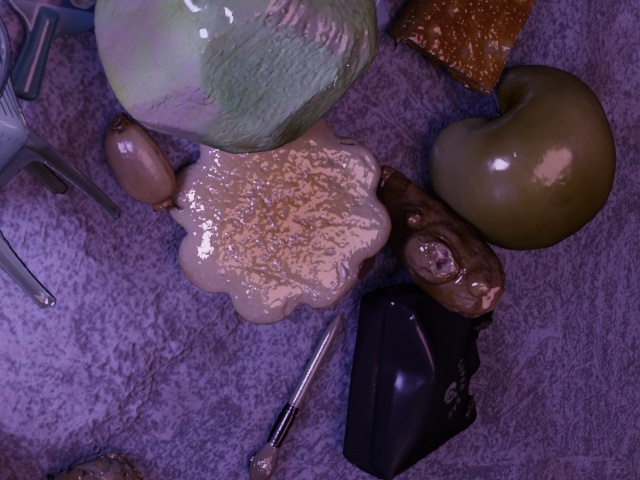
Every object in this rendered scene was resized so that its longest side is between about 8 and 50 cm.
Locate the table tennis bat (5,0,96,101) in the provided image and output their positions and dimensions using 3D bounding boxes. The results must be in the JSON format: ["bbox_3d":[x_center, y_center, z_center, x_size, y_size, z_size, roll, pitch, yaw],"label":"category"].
[{"bbox_3d":[-0.315,-0.278,1.062,0.149,0.038,0.237,17,94,-38],"label":"table tennis bat"}]

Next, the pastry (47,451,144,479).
[{"bbox_3d":[-0.315,0.371,1.277,0.153,0.081,0.153,-12,111,-34],"label":"pastry"}]

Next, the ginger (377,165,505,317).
[{"bbox_3d":[0.171,0.007,1.408,0.270,0.219,0.123,41,100,3],"label":"ginger"}]

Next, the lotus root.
[{"bbox_3d":[-0.229,-0.092,1.167,0.073,0.062,0.150,-18,118,16],"label":"lotus root"}]

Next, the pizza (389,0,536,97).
[{"bbox_3d":[0.229,-0.318,1.401,0.292,0.058,0.197,-27,110,-24],"label":"pizza"}]

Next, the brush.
[{"bbox_3d":[-0.040,0.250,1.455,0.039,0.042,0.299,28,87,-52],"label":"brush"}]

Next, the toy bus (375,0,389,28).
[{"bbox_3d":[-0.010,-0.401,1.160,0.109,0.136,0.330,-33,122,-17],"label":"toy bus"}]

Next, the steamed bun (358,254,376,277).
[{"bbox_3d":[0.000,0.000,1.337,0.175,0.106,0.145,-20,115,-23],"label":"steamed bun"}]

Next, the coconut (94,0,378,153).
[{"bbox_3d":[-0.104,-0.238,1.070,0.328,0.328,0.281,-17,82,-29],"label":"coconut"}]

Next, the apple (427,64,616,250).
[{"bbox_3d":[0.340,-0.121,1.446,0.295,0.233,0.258,-42,120,-14],"label":"apple"}]

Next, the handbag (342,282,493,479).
[{"bbox_3d":[0.186,0.228,1.539,0.288,0.152,0.343,-11,114,-44],"label":"handbag"}]

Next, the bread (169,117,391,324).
[{"bbox_3d":[-0.054,-0.039,1.246,0.315,0.054,0.316,-1,93,-12],"label":"bread"}]

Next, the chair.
[{"bbox_3d":[-0.363,-0.097,1.001,0.191,0.203,0.275,-51,137,-22],"label":"chair"}]
